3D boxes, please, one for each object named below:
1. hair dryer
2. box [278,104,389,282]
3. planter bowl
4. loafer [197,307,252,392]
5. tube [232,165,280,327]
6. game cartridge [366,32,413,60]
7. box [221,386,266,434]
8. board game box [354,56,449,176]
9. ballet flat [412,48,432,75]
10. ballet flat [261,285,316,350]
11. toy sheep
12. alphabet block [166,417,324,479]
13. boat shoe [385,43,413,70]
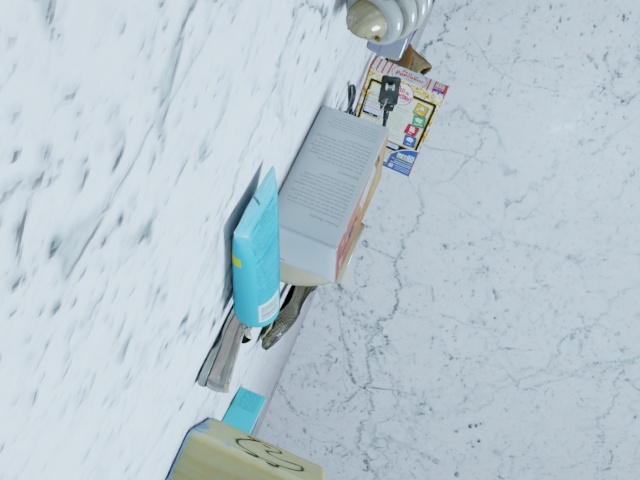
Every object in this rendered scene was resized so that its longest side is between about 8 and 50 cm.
[{"bbox_3d":[0.033,-0.138,1.087,0.223,0.080,0.294,-35,146,-53],"label":"hair dryer"},{"bbox_3d":[0.011,-0.055,0.814,0.130,0.090,0.171,90,23,-69],"label":"box"},{"bbox_3d":[0.000,0.000,0.952,0.162,0.109,0.162,23,90,-87],"label":"planter bowl"},{"bbox_3d":[-0.100,0.120,0.767,0.045,0.039,0.125,105,9,-62],"label":"loafer"},{"bbox_3d":[-0.064,0.020,0.650,0.207,0.052,0.080,99,9,-56],"label":"tube"},{"bbox_3d":[0.151,-0.401,0.854,0.355,0.068,0.230,-62,170,-53],"label":"game cartridge"},{"bbox_3d":[-0.180,0.401,1.229,0.244,0.060,0.101,-62,173,-56],"label":"box"},{"bbox_3d":[0.138,-0.230,1.234,0.045,0.146,0.194,-63,175,-45],"label":"board game box"},{"bbox_3d":[0.173,-0.295,1.540,0.116,0.124,0.343,91,22,-80],"label":"ballet flat"},{"bbox_3d":[-0.066,0.127,1.329,0.084,0.058,0.250,-40,-170,42],"label":"ballet flat"},{"bbox_3d":[0.070,-0.243,0.637,0.132,0.091,0.091,-45,168,-22],"label":"toy sheep"},{"bbox_3d":[-0.119,0.381,0.904,0.192,0.197,0.194,93,20,-82],"label":"alphabet block"},{"bbox_3d":[0.155,-0.334,1.418,0.073,0.073,0.207,99,15,-69],"label":"boat shoe"}]
